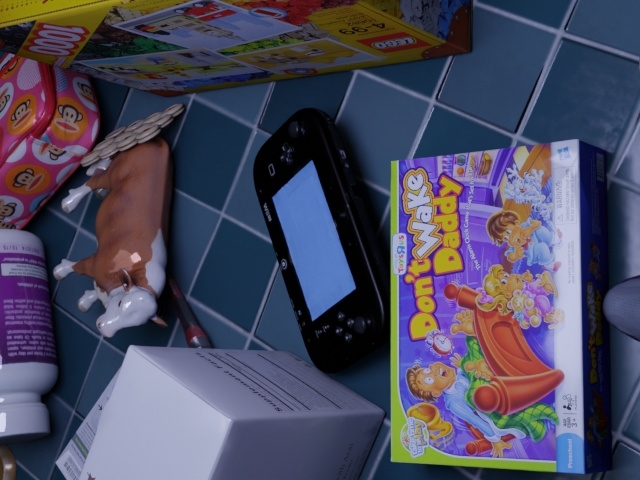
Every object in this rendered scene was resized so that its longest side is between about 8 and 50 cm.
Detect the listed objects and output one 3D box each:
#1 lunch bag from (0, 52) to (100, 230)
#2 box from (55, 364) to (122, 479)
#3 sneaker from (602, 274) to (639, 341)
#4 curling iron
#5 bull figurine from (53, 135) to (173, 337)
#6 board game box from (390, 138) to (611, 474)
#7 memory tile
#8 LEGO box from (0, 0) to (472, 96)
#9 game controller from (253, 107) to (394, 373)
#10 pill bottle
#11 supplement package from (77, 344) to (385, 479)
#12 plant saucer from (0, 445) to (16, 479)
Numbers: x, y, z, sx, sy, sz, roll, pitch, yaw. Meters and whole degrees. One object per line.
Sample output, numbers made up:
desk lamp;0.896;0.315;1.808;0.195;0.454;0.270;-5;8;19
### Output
lunch bag;-0.465;-0.170;1.733;0.293;0.120;0.258;-43;45;24
box;-0.251;0.272;1.468;0.145;0.038;0.186;46;112;29
sneaker;0.375;0.074;1.120;0.224;0.098;0.083;10;90;36
curling iron;-0.173;0.147;1.543;0.068;0.035;0.274;-49;59;17
bull figurine;-0.276;0.003;1.571;0.188;0.101;0.310;-13;57;34
board game box;0.195;0.076;1.261;0.233;0.078;0.347;-5;82;35
memory tile;-0.266;-0.151;1.611;0.148;0.113;0.012;-18;111;32
LEGO box;-0.126;-0.323;1.361;0.500;0.372;0.193;-2;83;36
game controller;0.000;0.000;1.407;0.166;0.067;0.319;-35;65;38
pill bottle;-0.479;0.147;1.682;0.169;0.169;0.301;-20;73;32
supplement package;-0.097;0.239;1.319;0.175;0.293;0.177;29;102;35
plant saucer;-0.506;0.357;1.770;0.083;0.015;0.083;-5;82;35
